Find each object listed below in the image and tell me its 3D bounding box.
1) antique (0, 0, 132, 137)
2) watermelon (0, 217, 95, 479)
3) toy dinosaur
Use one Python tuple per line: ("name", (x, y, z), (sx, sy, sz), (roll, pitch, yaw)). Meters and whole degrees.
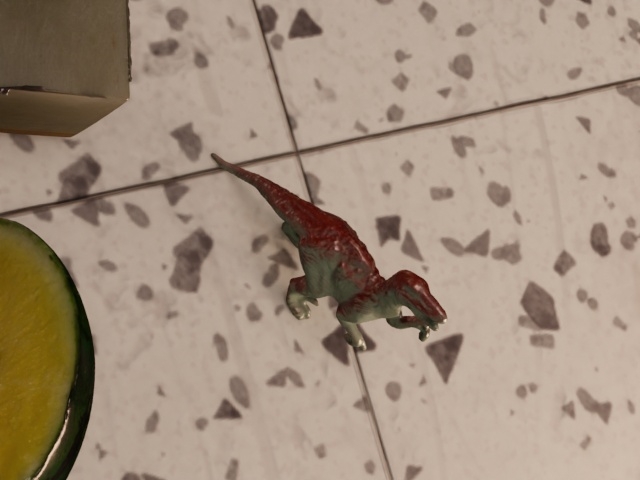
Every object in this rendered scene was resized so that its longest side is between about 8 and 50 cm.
("antique", (-0.243, -0.163, 1.392), (0.152, 0.148, 0.146), (4, 78, -29))
("watermelon", (-0.239, 0.126, 1.364), (0.129, 0.123, 0.301), (12, 69, -3))
("toy dinosaur", (0.000, 0.000, 1.487), (0.053, 0.167, 0.242), (-33, 81, -27))
